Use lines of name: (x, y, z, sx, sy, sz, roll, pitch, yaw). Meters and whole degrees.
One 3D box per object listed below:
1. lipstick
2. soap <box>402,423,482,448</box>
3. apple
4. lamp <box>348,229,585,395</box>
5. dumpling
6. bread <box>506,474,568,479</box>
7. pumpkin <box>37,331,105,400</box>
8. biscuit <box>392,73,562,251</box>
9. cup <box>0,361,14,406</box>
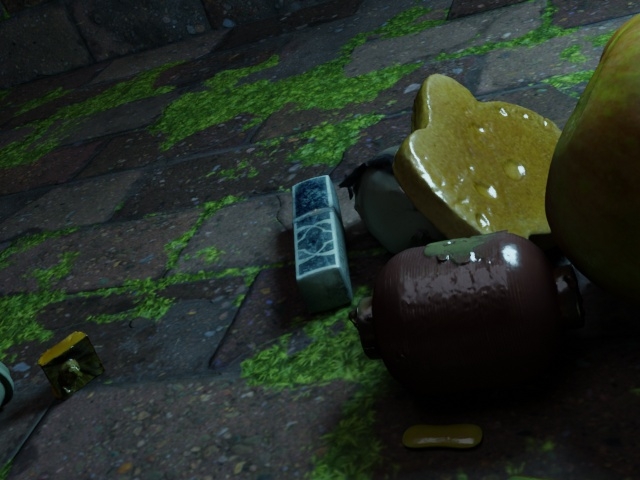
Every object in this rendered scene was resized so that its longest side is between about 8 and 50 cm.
lipstick: (0.000, 0.000, 1.263, 0.077, 0.076, 0.290, -16, 32, 6)
soap: (0.130, 0.210, 0.883, 0.089, 0.012, 0.034, -7, 32, 25)
apple: (0.410, -0.080, 0.868, 0.339, 0.340, 0.339, -17, 29, 10)
lamp: (0.162, 0.083, 0.920, 0.258, 0.180, 0.180, -11, 31, 21)
dumpling: (0.158, -0.077, 1.201, 0.204, 0.163, 0.293, -32, 24, -13)
bread: (0.204, 0.267, 0.738, 0.074, 0.084, 0.139, -35, 0, -21)
pumpkin: (-0.366, 0.184, 1.204, 0.083, 0.074, 0.054, -36, 37, -24)
biscuit: (0.221, -0.103, 1.102, 0.343, 0.287, 0.057, -26, -20, -44)
cup: (-0.512, 0.245, 1.177, 0.120, 0.120, 0.141, -15, 44, 12)
